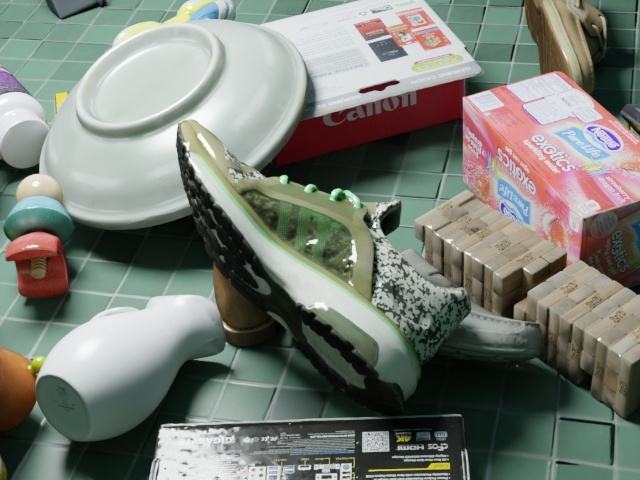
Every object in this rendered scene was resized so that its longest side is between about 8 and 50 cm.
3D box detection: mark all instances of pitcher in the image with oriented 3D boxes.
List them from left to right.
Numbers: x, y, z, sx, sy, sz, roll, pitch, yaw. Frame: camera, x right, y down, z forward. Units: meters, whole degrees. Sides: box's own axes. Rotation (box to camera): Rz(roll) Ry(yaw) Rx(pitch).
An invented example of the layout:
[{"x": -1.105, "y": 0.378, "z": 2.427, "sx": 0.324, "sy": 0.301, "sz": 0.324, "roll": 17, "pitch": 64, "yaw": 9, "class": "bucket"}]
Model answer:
[{"x": -0.235, "y": 0.134, "z": 1.334, "sx": 0.177, "sy": 0.125, "sz": 0.207, "roll": 3, "pitch": 25, "yaw": 36, "class": "pitcher"}]

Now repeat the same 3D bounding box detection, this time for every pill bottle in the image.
[{"x": -0.474, "y": -0.185, "z": 1.762, "sx": 0.108, "sy": 0.108, "sz": 0.193, "roll": -25, "pitch": 42, "yaw": -23, "class": "pill bottle"}]

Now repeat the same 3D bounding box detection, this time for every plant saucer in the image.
[{"x": -0.218, "y": -0.191, "z": 1.605, "sx": 0.400, "sy": 0.100, "sz": 0.400, "roll": -14, "pitch": 44, "yaw": 14, "class": "plant saucer"}]

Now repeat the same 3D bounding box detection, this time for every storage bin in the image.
[{"x": -0.458, "y": -0.470, "z": 2.110, "sx": 0.091, "sy": 0.135, "sz": 0.098, "roll": -33, "pitch": 45, "yaw": -16, "class": "storage bin"}]

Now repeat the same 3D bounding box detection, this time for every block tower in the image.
[{"x": 0.254, "y": 0.066, "z": 1.368, "sx": 0.091, "sy": 0.097, "sz": 0.335, "roll": -29, "pitch": 45, "yaw": -27, "class": "block tower"}]

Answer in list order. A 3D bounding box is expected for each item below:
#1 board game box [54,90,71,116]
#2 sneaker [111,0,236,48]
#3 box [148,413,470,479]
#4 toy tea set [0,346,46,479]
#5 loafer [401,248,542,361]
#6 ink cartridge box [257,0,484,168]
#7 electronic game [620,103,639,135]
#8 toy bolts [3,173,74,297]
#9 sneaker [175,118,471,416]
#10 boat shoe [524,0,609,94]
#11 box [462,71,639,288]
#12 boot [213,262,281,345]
[{"x": -0.324, "y": -0.171, "z": 1.774, "sx": 0.141, "sy": 0.048, "sz": 0.170, "roll": -12, "pitch": 39, "yaw": -4, "class": "board game box"}, {"x": -0.215, "y": -0.314, "z": 1.931, "sx": 0.240, "sy": 0.091, "sz": 0.126, "roll": -30, "pitch": 62, "yaw": -28, "class": "sneaker"}, {"x": -0.011, "y": 0.288, "z": 1.132, "sx": 0.322, "sy": 0.079, "sz": 0.257, "roll": -3, "pitch": 40, "yaw": 3, "class": "box"}, {"x": -0.464, "y": 0.199, "z": 1.305, "sx": 0.336, "sy": 0.124, "sz": 0.200, "roll": 7, "pitch": 69, "yaw": 11, "class": "toy tea set"}, {"x": 0.102, "y": 0.065, "z": 1.353, "sx": 0.319, "sy": 0.112, "sz": 0.111, "roll": 13, "pitch": 84, "yaw": 21, "class": "loafer"}, {"x": 0.048, "y": -0.227, "z": 1.732, "sx": 0.309, "sy": 0.130, "sz": 0.272, "roll": -16, "pitch": 41, "yaw": -12, "class": "ink cartridge box"}, {"x": 0.459, "y": -0.087, "z": 1.458, "sx": 0.048, "sy": 0.229, "sz": 0.229, "roll": -47, "pitch": 41, "yaw": 11, "class": "electronic game"}, {"x": -0.429, "y": -0.030, "z": 1.486, "sx": 0.228, "sy": 0.218, "sz": 0.158, "roll": -3, "pitch": 52, "yaw": -7, "class": "toy bolts"}, {"x": 0.000, "y": 0.000, "z": 1.296, "sx": 0.182, "sy": 0.158, "sz": 0.410, "roll": -37, "pitch": 71, "yaw": -22, "class": "sneaker"}, {"x": 0.390, "y": -0.323, "z": 1.818, "sx": 0.110, "sy": 0.122, "sz": 0.341, "roll": -4, "pitch": 37, "yaw": 3, "class": "boat shoe"}, {"x": 0.313, "y": -0.075, "z": 1.495, "sx": 0.154, "sy": 0.142, "sz": 0.300, "roll": -18, "pitch": 40, "yaw": -15, "class": "box"}, {"x": -0.094, "y": -0.011, "z": 1.492, "sx": 0.112, "sy": 0.115, "sz": 0.305, "roll": -8, "pitch": 37, "yaw": 0, "class": "boot"}]
